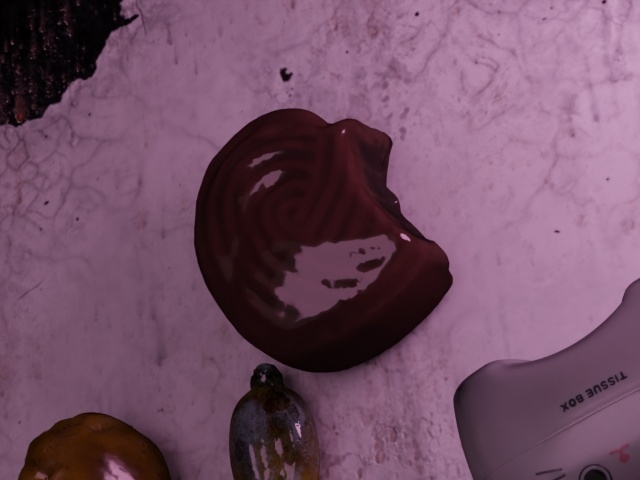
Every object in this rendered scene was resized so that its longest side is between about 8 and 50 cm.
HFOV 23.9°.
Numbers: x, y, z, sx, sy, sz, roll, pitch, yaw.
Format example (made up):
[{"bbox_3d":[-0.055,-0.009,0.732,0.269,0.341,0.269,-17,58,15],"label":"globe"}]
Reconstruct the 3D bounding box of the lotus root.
[{"bbox_3d":[-0.059,0.247,1.890,0.113,0.088,0.192,-11,68,7],"label":"lotus root"}]

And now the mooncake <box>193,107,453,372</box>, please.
[{"bbox_3d":[0.000,0.000,1.889,0.334,0.174,0.325,0,73,28],"label":"mooncake"}]

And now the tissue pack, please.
[{"bbox_3d":[0.331,0.203,1.617,0.333,0.229,0.236,-31,62,16],"label":"tissue pack"}]

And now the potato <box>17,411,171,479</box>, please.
[{"bbox_3d":[-0.263,0.379,1.886,0.176,0.195,0.369,-25,62,10],"label":"potato"}]
